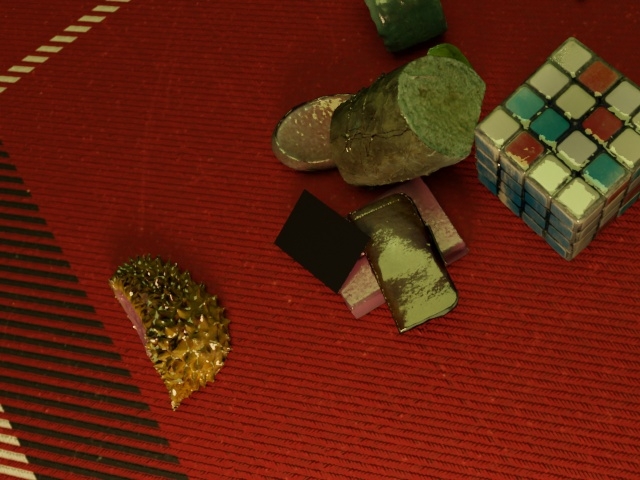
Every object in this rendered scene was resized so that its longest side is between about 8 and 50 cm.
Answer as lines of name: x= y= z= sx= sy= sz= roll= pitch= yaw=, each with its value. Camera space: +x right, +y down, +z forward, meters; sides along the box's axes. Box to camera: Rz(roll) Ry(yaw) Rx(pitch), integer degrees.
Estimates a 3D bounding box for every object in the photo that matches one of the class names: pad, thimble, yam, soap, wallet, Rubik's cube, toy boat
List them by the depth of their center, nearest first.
Rubik's cube: x=0.455 y=-0.157 z=1.545 sx=0.253 sy=0.259 sz=0.256 roll=-43 pitch=68 yaw=-2
wallet: x=0.158 y=0.035 z=1.587 sx=0.137 sy=0.031 sz=0.255 roll=-24 pitch=70 yaw=3
yam: x=0.142 y=-0.218 z=1.610 sx=0.201 sy=0.271 sz=0.202 roll=25 pitch=65 yaw=-22
pad: x=0.000 y=0.000 z=1.644 sx=0.190 sy=0.004 sz=0.127 roll=38 pitch=103 yaw=32
soap: x=0.133 y=0.010 z=1.661 sx=0.259 sy=0.081 sz=0.181 roll=-30 pitch=68 yaw=2
thimble: x=0.160 y=-0.516 z=1.764 sx=0.143 sy=0.198 sz=0.235 roll=-20 pitch=86 yaw=11
toy boat: x=0.009 y=-0.218 z=1.780 sx=0.228 sy=0.085 sz=0.155 roll=-17 pitch=77 yaw=-4

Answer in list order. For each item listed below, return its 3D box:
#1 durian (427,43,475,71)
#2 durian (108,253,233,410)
durian: x=0.250 y=-0.282 z=1.724 sx=0.139 sy=0.101 sz=0.250 roll=-13 pitch=65 yaw=49
durian: x=-0.300 y=0.147 z=1.704 sx=0.191 sy=0.112 sz=0.341 roll=-34 pitch=65 yaw=3
